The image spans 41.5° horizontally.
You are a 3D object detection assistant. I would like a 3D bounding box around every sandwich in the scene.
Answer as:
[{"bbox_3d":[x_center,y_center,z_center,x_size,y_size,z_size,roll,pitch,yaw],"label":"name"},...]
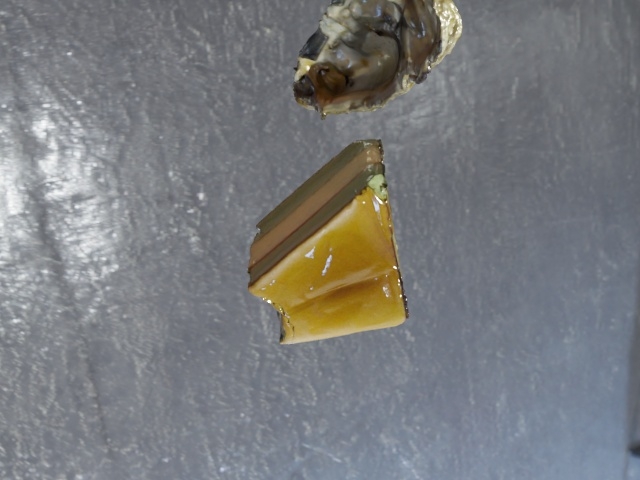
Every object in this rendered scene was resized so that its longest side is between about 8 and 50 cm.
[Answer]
[{"bbox_3d":[0.000,0.000,1.094,0.155,0.198,0.227,-92,172,-54],"label":"sandwich"}]

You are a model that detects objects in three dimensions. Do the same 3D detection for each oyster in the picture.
[{"bbox_3d":[0.042,-0.196,0.846,0.078,0.345,0.129,-38,96,-20],"label":"oyster"}]
